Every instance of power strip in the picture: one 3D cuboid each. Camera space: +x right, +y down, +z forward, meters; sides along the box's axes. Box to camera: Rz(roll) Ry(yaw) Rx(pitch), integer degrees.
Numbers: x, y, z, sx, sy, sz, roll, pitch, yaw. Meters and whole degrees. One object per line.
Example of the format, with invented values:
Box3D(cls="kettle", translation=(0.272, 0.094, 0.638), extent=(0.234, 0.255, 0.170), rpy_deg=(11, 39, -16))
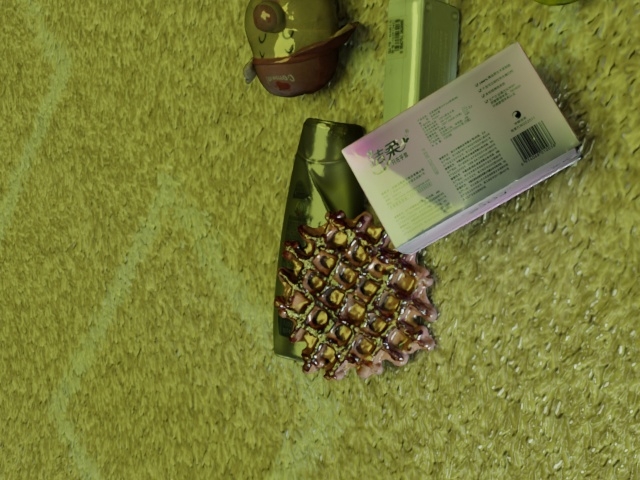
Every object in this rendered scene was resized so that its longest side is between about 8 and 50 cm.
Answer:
Box3D(cls="power strip", translation=(0.130, -0.165, 1.274), extent=(0.058, 0.098, 0.339), rpy_deg=(3, 90, 42))

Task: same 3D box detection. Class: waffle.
Box3D(cls="waffle", translation=(0.045, 0.072, 1.324), extent=(0.221, 0.055, 0.234), rpy_deg=(-16, 90, 14))

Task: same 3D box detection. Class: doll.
Box3D(cls="doll", translation=(-0.041, -0.340, 1.415), extent=(0.196, 0.152, 0.256), rpy_deg=(-2, 91, 57))

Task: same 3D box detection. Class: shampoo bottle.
Box3D(cls="shampoo bottle", translation=(0.000, 0.000, 1.406), extent=(0.125, 0.084, 0.350), rpy_deg=(7, 93, 34))

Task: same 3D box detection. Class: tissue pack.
Box3D(cls="tissue pack", translation=(0.169, -0.108, 1.161), extent=(0.246, 0.092, 0.149), rpy_deg=(-30, 78, 14))

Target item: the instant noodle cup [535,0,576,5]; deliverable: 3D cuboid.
Box3D(cls="instant noodle cup", translation=(0.258, -0.385, 1.116), extent=(0.182, 0.182, 0.144), rpy_deg=(-61, 41, 24))
